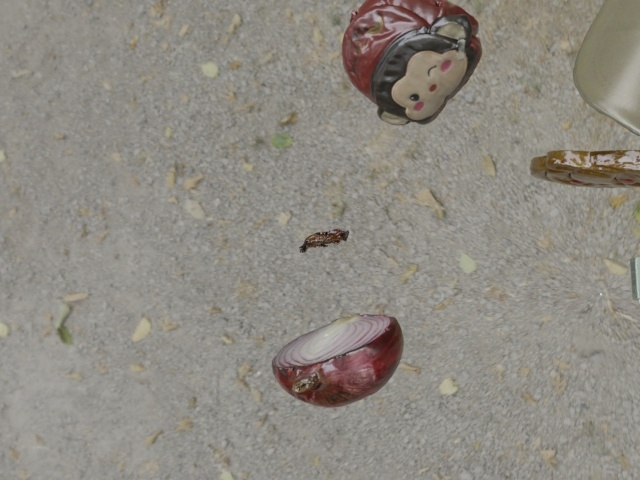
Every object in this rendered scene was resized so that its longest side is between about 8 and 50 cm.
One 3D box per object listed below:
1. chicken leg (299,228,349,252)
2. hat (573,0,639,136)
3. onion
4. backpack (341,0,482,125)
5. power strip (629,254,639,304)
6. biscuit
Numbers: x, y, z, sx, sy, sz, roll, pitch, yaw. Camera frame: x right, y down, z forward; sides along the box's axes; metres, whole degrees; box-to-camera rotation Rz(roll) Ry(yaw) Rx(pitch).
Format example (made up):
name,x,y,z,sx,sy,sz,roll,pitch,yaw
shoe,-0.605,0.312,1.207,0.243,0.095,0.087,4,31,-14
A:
name,x,y,z,sx,sy,sz,roll,pitch,yaw
chicken leg,0.000,-0.001,0.906,0.083,0.036,0.021,-18,73,23
hat,0.279,-0.154,0.444,0.166,0.144,0.173,33,60,8
onion,0.027,0.186,0.928,0.206,0.151,0.098,-18,109,35
backpack,0.140,-0.307,1.063,0.229,0.229,0.138,-11,38,22
power strip,0.529,0.065,1.089,0.017,0.027,0.083,1,79,7
biscuit,0.692,-0.165,1.587,0.394,0.351,0.070,-173,86,-68
